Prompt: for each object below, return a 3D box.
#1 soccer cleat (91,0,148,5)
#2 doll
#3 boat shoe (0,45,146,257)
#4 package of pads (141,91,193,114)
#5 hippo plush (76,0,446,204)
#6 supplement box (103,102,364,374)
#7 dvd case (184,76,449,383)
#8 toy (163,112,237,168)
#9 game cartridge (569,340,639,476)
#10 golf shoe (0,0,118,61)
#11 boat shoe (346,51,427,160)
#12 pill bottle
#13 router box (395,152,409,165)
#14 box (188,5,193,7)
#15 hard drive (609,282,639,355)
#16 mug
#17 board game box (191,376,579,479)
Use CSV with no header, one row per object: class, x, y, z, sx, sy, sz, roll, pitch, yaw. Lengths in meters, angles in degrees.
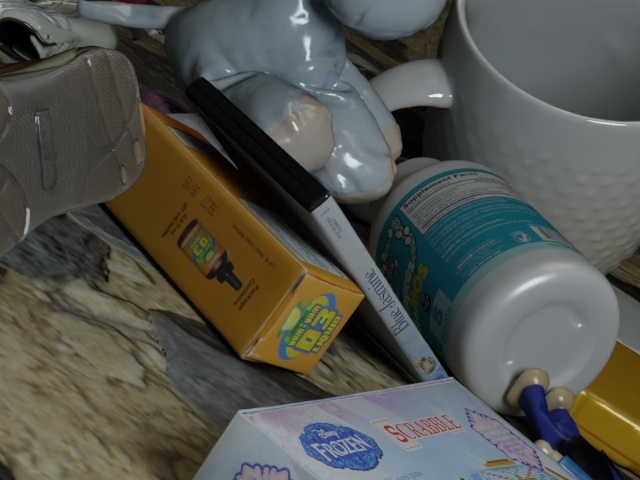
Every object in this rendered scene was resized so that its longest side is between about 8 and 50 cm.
soccer cleat,-0.283,-0.339,1.974,0.248,0.083,0.095,34,8,13
doll,0.202,0.176,1.320,0.129,0.046,0.189,35,15,-38
boat shoe,-0.226,-0.047,1.002,0.116,0.123,0.324,2,9,26
package of pads,-0.132,-0.101,1.561,0.050,0.032,0.083,24,16,-26
hippo plush,0.002,-0.198,1.513,0.294,0.237,0.234,42,17,26
supplement box,-0.073,-0.003,1.245,0.080,0.078,0.233,25,16,-48
dvd case,0.000,0.000,1.302,0.180,0.022,0.253,43,-8,43
toy,-0.071,-0.053,1.483,0.137,0.056,0.237,40,16,15
game cartridge,0.317,0.175,1.618,0.323,0.053,0.285,32,13,4
golf shoe,-0.250,-0.179,1.539,0.176,0.069,0.086,17,40,-43
boat shoe,0.063,-0.136,2.021,0.119,0.121,0.335,-1,22,-41
pill bottle,0.133,0.025,1.487,0.146,0.146,0.264,25,15,-33
router box,0.002,-0.112,1.879,0.133,0.046,0.179,34,12,23
box,-0.079,-0.219,1.949,0.126,0.072,0.137,11,10,8
hard drive,0.342,0.110,1.925,0.203,0.040,0.307,33,12,-1
mug,0.190,-0.101,1.735,0.374,0.328,0.276,-5,52,-14
board game box,0.122,0.204,0.976,0.318,0.066,0.318,39,14,21
